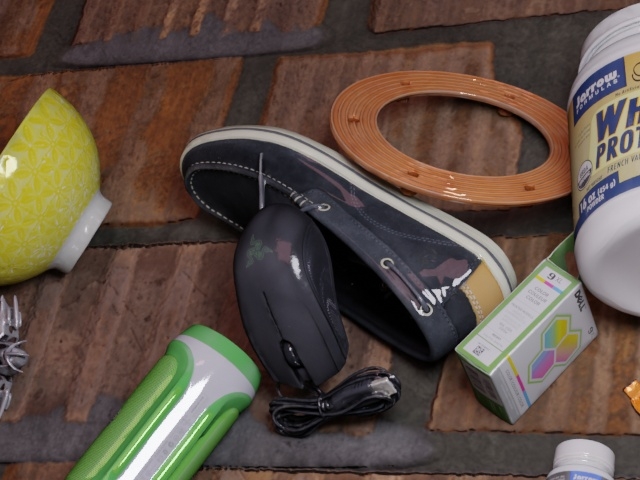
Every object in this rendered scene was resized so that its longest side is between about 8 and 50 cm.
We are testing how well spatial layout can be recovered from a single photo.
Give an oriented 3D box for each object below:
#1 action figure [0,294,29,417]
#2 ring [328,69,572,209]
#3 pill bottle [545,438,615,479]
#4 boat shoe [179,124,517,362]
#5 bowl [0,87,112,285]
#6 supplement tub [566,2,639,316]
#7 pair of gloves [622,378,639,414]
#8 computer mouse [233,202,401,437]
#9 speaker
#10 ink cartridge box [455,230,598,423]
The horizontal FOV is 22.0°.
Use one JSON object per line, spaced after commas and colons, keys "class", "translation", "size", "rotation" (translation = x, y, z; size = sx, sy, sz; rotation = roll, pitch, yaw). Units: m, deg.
{"class": "action figure", "translation": [-0.493, 0.149, 2.152], "size": [0.285, 0.099, 0.185], "rotation": [0, 66, 30]}
{"class": "ring", "translation": [0.175, -0.123, 2.042], "size": [0.337, 0.032, 0.336], "rotation": [7, 32, -4]}
{"class": "pill bottle", "translation": [0.273, 0.285, 1.742], "size": [0.078, 0.078, 0.137], "rotation": [-2, 54, 21]}
{"class": "boat shoe", "translation": [0.000, 0.000, 2.014], "size": [0.500, 0.187, 0.156], "rotation": [27, 59, 31]}
{"class": "bowl", "translation": [-0.374, -0.042, 2.199], "size": [0.156, 0.289, 0.289], "rotation": [33, 64, -8]}
{"class": "supplement tub", "translation": [0.395, -0.094, 1.856], "size": [0.228, 0.228, 0.316], "rotation": [-9, 51, 16]}
{"class": "pair of gloves", "translation": [0.386, 0.168, 1.831], "size": [0.083, 0.010, 0.074], "rotation": [-31, 48, -4]}
{"class": "computer mouse", "translation": [-0.030, 0.090, 1.903], "size": [0.188, 0.072, 0.272], "rotation": [-20, 88, 34]}
{"class": "speaker", "translation": [-0.198, 0.244, 1.940], "size": [0.131, 0.131, 0.296], "rotation": [23, 65, 35]}
{"class": "ink cartridge box", "translation": [0.255, 0.097, 1.877], "size": [0.209, 0.109, 0.062], "rotation": [-44, 50, -14]}
